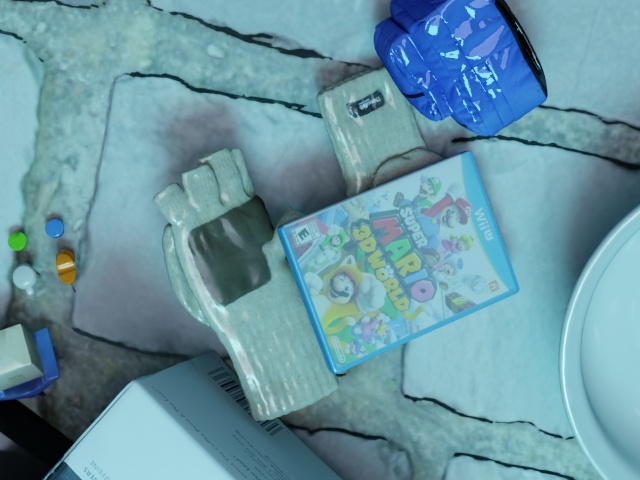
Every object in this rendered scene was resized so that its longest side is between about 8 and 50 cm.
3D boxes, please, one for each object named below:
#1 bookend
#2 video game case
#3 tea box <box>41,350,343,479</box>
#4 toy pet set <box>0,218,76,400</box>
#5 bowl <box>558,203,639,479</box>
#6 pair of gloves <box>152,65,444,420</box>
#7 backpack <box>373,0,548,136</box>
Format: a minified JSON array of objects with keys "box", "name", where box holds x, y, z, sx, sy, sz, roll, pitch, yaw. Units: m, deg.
[{"box":[-0.305,0.187,1.159,0.157,0.072,0.156,38,100,-12],"name":"bookend"},{"box":[0.062,0.015,1.104,0.166,0.015,0.119,-23,97,-18],"name":"video game case"},{"box":[-0.095,0.316,1.085,0.329,0.220,0.323,44,98,7],"name":"tea box"},{"box":[-0.241,0.062,1.149,0.122,0.065,0.114,-19,70,-1],"name":"toy pet set"},{"box":[0.321,0.070,1.128,0.298,0.134,0.297,-1,105,-2],"name":"bowl"},{"box":[0.000,0.000,1.113,0.240,0.042,0.204,-32,100,-18],"name":"pair of gloves"},{"box":[0.105,-0.136,1.087,0.101,0.098,0.120,-36,115,9],"name":"backpack"}]
